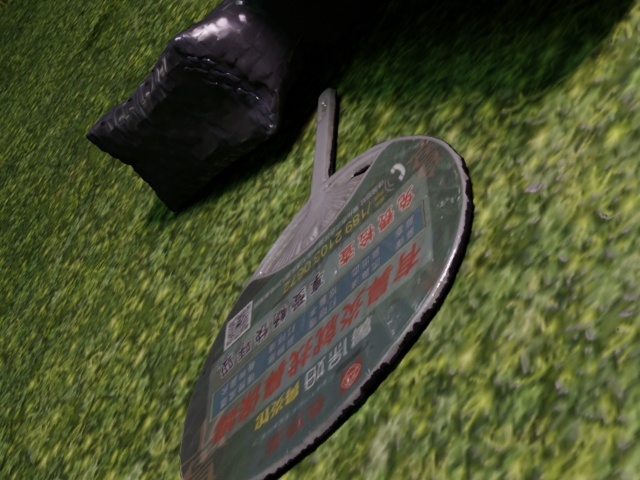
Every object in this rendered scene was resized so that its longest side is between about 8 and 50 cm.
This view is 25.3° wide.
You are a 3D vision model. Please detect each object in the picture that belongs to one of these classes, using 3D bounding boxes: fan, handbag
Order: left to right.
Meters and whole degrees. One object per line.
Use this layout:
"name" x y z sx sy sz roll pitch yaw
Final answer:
"handbag" -0.061 -0.129 1.004 0.175 0.088 0.270 -57 13 -30
"fan" -0.015 0.029 0.773 0.223 0.012 0.294 -56 21 2

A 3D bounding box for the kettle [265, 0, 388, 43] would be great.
"kettle" 0.035 -0.255 0.751 0.203 0.262 0.308 -33 13 -18
